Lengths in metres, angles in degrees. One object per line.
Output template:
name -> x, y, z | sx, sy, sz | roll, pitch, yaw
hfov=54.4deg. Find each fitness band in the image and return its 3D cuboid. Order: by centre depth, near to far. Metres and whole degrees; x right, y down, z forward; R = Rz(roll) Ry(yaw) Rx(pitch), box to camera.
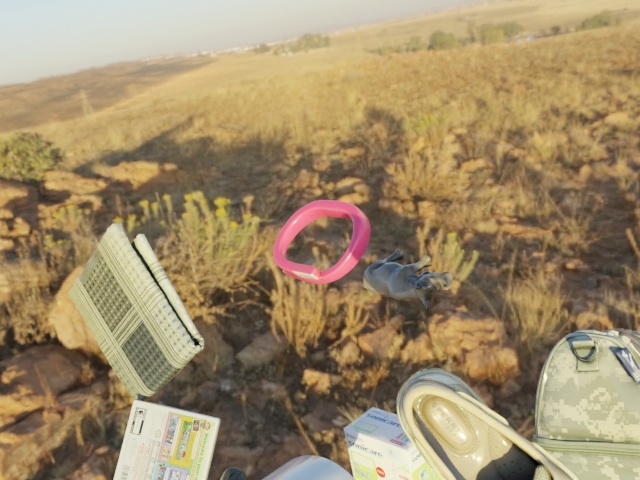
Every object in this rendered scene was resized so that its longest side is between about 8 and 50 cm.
fitness band -> 0.000, 0.000, 1.496 | 0.291, 0.054, 0.209 | 11, 66, 52

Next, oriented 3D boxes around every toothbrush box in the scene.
toothbrush box -> 0.192, 0.586, 1.545 | 0.122, 0.283, 0.206 | -22, 18, -41

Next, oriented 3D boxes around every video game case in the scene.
video game case -> -0.325, 0.459, 1.302 | 0.193, 0.212, 0.023 | 10, -11, 9

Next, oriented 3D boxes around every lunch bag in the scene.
lunch bag -> 0.454, 0.264, 0.967 | 0.212, 0.256, 0.305 | -9, -10, 33

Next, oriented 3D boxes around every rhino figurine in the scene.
rhino figurine -> 0.170, 0.078, 1.209 | 0.106, 0.073, 0.243 | -30, 19, -23

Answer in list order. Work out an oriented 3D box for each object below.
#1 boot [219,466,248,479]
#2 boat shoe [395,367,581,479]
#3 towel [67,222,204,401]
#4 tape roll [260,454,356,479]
boot -> -0.233, 0.607, 1.305 | 0.085, 0.236, 0.178 | 25, -37, -34
boat shoe -> 0.189, 0.242, 0.574 | 0.109, 0.302, 0.098 | -45, -10, 1
towel -> -0.400, 0.157, 1.330 | 0.056, 0.324, 0.312 | -25, -14, -49
tape roll -> -0.040, 0.538, 1.126 | 0.246, 0.246, 0.169 | 1, 5, 32
